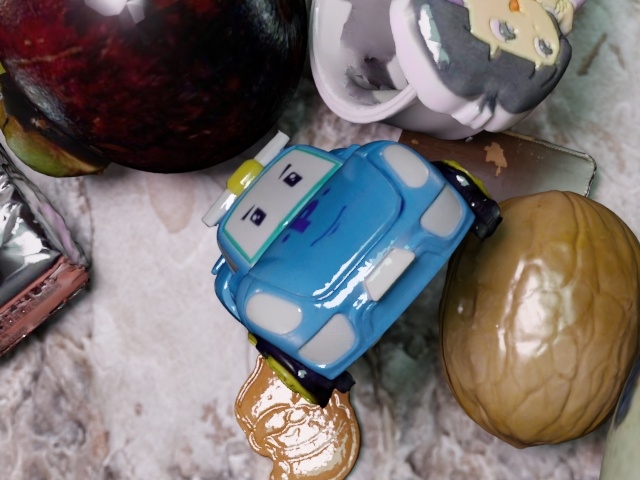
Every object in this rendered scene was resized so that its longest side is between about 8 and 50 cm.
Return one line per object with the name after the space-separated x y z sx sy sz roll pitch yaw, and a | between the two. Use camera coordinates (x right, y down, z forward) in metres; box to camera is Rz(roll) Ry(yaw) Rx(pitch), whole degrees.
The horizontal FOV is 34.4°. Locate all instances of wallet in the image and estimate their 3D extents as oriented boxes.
0.150 -0.056 0.920 0.176 0.026 0.095 17 80 17 | wallet

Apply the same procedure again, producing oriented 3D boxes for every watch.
0.079 -0.175 0.831 0.196 0.231 0.244 10 69 -36 | watch

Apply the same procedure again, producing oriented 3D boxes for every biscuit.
-0.019 0.154 0.893 0.102 0.019 0.130 -23 73 0 | biscuit

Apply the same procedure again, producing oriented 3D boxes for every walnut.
0.172 0.061 0.813 0.167 0.167 0.207 10 85 11 | walnut

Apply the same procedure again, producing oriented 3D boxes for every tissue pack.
-0.395 0.038 0.929 0.332 0.123 0.245 -39 79 0 | tissue pack

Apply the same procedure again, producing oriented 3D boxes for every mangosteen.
-0.160 -0.203 0.873 0.300 0.300 0.300 -2 75 8 | mangosteen

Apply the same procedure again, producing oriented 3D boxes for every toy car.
0.000 0.000 0.786 0.166 0.314 0.198 42 85 -6 | toy car

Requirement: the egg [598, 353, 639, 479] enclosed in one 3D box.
0.355 0.177 0.664 0.345 0.345 0.428 28 82 14 | egg
